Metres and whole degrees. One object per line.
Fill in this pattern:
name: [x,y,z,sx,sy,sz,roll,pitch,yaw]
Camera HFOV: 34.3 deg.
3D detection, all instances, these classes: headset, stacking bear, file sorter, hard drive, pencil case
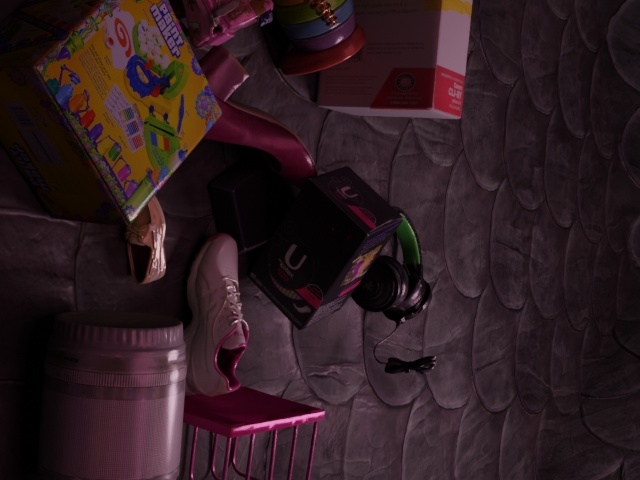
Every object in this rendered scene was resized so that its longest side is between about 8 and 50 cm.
headset: [0.188,0.112,2.403,0.243,0.185,0.394,26,62,-55]
stacking bear: [-0.033,-0.489,2.000,0.175,0.164,0.289,-54,132,-37]
file sorter: [-0.164,0.389,1.906,0.291,0.202,0.182,4,95,-57]
hard drive: [-0.109,-0.084,2.035,0.255,0.054,0.171,-37,125,-48]
pencil case: [-0.213,-0.510,1.675,0.160,0.167,0.386,-34,117,-23]

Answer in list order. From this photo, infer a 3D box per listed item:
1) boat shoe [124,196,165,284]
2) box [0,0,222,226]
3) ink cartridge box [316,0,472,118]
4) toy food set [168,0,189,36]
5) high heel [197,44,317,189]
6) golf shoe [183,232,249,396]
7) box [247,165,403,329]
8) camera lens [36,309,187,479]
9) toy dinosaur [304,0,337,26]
boat shoe: [-0.300,-0.005,1.753,0.059,0.063,0.170,-36,125,-55]
box: [-0.334,-0.223,1.559,0.279,0.177,0.290,-56,137,-35]
ink cartridge box: [0.162,-0.458,2.177,0.160,0.279,0.384,3,93,-57]
toy food set: [-0.261,-0.438,1.769,0.132,0.039,0.192,-17,98,-60]
high heel: [-0.152,-0.175,1.898,0.181,0.127,0.377,-46,127,-8]
golf shoe: [-0.178,0.139,1.896,0.115,0.140,0.306,20,78,-55]
box: [0.007,0.015,2.020,0.143,0.165,0.270,-22,151,-53]
camera lens: [-0.323,0.258,1.620,0.219,0.219,0.274,0,95,-57]
toy dinosaur: [-0.086,-0.506,1.778,0.218,0.164,0.321,-95,169,-80]
